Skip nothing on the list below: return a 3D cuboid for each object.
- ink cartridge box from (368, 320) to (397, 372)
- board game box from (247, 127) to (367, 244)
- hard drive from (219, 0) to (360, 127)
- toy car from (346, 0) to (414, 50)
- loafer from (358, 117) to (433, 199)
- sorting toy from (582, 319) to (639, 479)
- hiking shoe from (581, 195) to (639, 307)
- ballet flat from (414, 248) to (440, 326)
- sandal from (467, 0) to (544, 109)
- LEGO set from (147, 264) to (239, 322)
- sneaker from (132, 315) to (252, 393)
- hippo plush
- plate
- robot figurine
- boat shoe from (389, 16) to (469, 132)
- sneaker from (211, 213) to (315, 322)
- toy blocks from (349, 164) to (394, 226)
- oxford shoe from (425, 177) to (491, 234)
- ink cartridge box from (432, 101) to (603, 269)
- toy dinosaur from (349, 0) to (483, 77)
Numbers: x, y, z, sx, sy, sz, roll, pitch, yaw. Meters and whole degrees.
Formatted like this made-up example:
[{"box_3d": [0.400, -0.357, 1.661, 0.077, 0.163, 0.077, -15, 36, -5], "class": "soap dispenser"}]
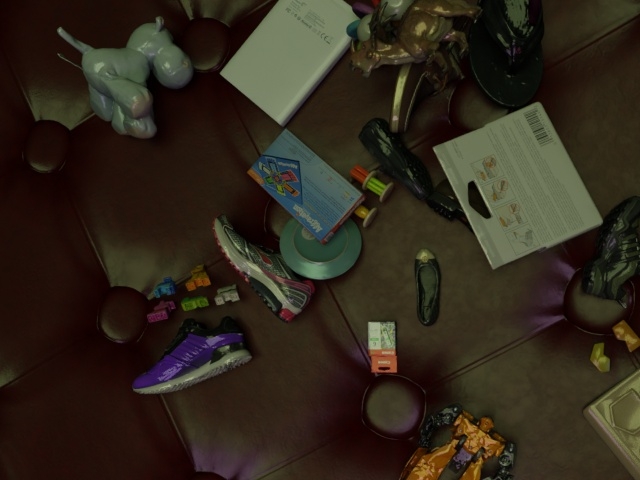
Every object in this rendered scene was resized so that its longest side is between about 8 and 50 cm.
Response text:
[{"box_3d": [0.140, 0.239, 1.642, 0.063, 0.029, 0.115, -2, 84, 14], "class": "ink cartridge box"}, {"box_3d": [-0.036, -0.129, 1.686, 0.145, 0.027, 0.281, -47, 60, 2], "class": "board game box"}, {"box_3d": [-0.065, -0.460, 1.758, 0.210, 0.040, 0.318, 41, 95, 14], "class": "hard drive"}, {"box_3d": [0.134, -0.502, 1.651, 0.136, 0.159, 0.182, 44, 96, 15], "class": "toy car"}, {"box_3d": [0.171, -0.177, 1.660, 0.223, 0.076, 0.078, 53, 130, 9], "class": "loafer"}, {"box_3d": [0.662, 0.330, 1.494, 0.229, 0.041, 0.307, -39, 77, 8], "class": "sorting toy"}, {"box_3d": [0.634, 0.022, 1.522, 0.114, 0.086, 0.227, 23, 96, 2], "class": "hiking shoe"}, {"box_3d": [0.238, 0.103, 1.620, 0.057, 0.049, 0.173, -5, 83, 13], "class": "ballet flat"}, {"box_3d": [0.414, -0.512, 1.593, 0.167, 0.107, 0.445, 4, 85, 0], "class": "sandal"}, {"box_3d": [-0.307, 0.112, 1.748, 0.227, 0.093, 0.087, -14, 112, 8], "class": "LEGO set"}, {"box_3d": [-0.314, 0.263, 1.726, 0.293, 0.102, 0.146, -22, 76, 6], "class": "sneaker"}, {"box_3d": [-0.451, -0.414, 1.798, 0.294, 0.234, 0.236, 45, 65, -1], "class": "hippo plush"}, {"box_3d": [0.000, 0.000, 1.665, 0.188, 0.024, 0.188, -1, 63, 1], "class": "plate"}, {"box_3d": [0.279, 0.490, 1.554, 0.211, 0.085, 0.291, 35, 94, 14], "class": "robot figurine"}, {"box_3d": [0.250, -0.389, 1.631, 0.123, 0.123, 0.342, 20, 78, 8], "class": "boat shoe"}, {"box_3d": [-0.141, 0.052, 1.697, 0.112, 0.121, 0.299, -42, 83, -9], "class": "sneaker"}, {"box_3d": [0.076, -0.119, 1.682, 0.148, 0.054, 0.123, 34, 94, 15], "class": "toy blocks"}, {"box_3d": [0.351, -0.063, 1.595, 0.227, 0.083, 0.096, 35, 76, 7], "class": "oxford shoe"}, {"box_3d": [0.412, -0.113, 1.559, 0.261, 0.066, 0.296, -23, 79, -4], "class": "ink cartridge box"}, {"box_3d": [0.207, -0.450, 1.526, 0.200, 0.127, 0.296, 41, 76, 20], "class": "toy dinosaur"}]
